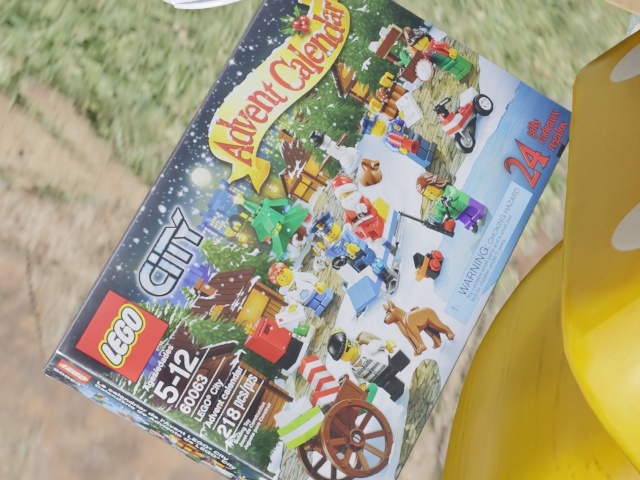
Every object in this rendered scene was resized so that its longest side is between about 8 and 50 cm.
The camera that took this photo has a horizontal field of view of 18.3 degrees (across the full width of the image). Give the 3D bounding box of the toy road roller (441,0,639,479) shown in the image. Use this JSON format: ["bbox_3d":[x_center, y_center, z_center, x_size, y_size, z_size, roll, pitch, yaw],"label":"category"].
[{"bbox_3d":[0.093,0.008,0.389,0.240,0.202,0.329,-34,104,19],"label":"toy road roller"}]

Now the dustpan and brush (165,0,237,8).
[{"bbox_3d":[-0.013,-0.242,1.341,0.211,0.060,0.147,-9,99,-2],"label":"dustpan and brush"}]

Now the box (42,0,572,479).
[{"bbox_3d":[0.000,0.000,0.910,0.159,0.044,0.233,31,68,-7],"label":"box"}]

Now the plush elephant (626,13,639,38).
[{"bbox_3d":[0.068,-0.254,0.659,0.272,0.255,0.330,-51,57,23],"label":"plush elephant"}]
